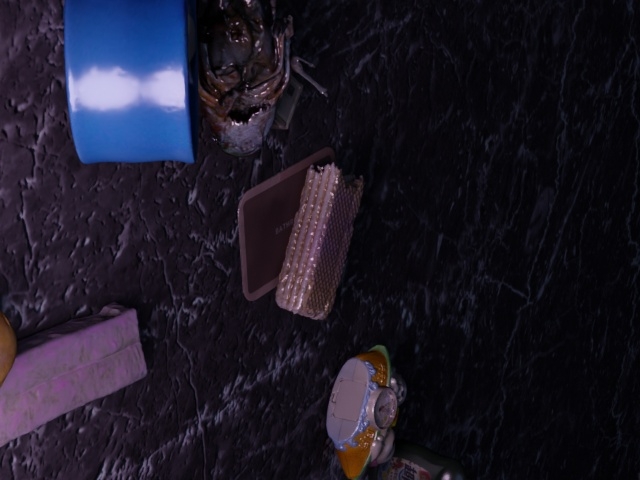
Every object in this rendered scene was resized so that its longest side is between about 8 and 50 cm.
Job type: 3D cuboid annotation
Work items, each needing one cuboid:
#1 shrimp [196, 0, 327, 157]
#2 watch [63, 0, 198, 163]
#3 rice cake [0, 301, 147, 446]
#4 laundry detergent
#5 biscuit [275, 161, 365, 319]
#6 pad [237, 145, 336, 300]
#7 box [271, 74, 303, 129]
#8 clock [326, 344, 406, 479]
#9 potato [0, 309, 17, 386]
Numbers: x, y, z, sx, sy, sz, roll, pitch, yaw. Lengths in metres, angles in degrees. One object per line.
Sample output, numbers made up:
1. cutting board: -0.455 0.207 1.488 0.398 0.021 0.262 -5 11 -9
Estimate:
1. shrimp: -0.079 -0.235 1.663 0.372 0.172 0.137 102 -17 -62
2. watch: -0.210 -0.229 1.484 0.305 0.241 0.274 -92 -179 -74
3. rice cake: -0.318 0.157 1.573 0.298 0.050 0.106 -24 120 -54
4. laundry detergent: 0.196 0.437 2.367 0.078 0.222 0.144 -24 121 -56
5. biscuit: 0.000 0.000 2.036 0.108 0.062 0.238 22 82 -61
6. pad: -0.044 -0.028 2.014 0.266 0.002 0.176 -34 128 -50
7. box: -0.069 -0.197 1.853 0.060 0.063 0.084 43 64 -57
8. clock: 0.081 0.289 2.241 0.144 0.103 0.231 28 75 -50
9. potato: -0.394 0.114 1.358 0.200 0.081 0.164 8 86 -48
